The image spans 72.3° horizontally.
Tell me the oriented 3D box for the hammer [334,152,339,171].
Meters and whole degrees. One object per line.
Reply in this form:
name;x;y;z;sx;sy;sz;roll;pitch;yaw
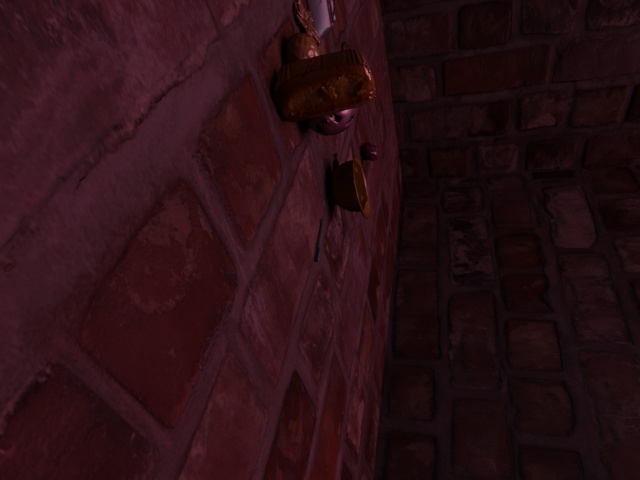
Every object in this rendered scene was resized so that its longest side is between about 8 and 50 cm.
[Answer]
hammer;0.109;-0.305;2.013;0.297;0.027;0.125;18;70;-73

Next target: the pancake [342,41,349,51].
pancake;0.134;-0.883;2.165;0.199;0.021;0.199;-3;90;-73

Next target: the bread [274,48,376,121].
bread;0.011;-0.448;1.274;0.152;0.288;0.119;63;20;-56

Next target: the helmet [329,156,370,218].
helmet;0.110;-0.208;1.804;0.205;0.140;0.256;-36;117;-69

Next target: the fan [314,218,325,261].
fan;0.000;0.000;1.635;0.038;0.016;0.193;70;24;-52

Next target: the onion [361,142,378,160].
onion;0.279;-0.499;2.493;0.104;0.115;0.115;-50;177;22

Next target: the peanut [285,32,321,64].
peanut;-0.051;-0.569;1.378;0.140;0.109;0.159;-79;149;-67

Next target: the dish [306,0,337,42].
dish;0.009;-0.893;1.655;0.182;0.080;0.243;-69;153;-53

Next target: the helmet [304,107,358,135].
helmet;0.049;-0.442;1.501;0.154;0.198;0.253;63;31;-1

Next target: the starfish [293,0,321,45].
starfish;-0.044;-0.763;1.511;0.150;0.053;0.209;-75;155;-55
